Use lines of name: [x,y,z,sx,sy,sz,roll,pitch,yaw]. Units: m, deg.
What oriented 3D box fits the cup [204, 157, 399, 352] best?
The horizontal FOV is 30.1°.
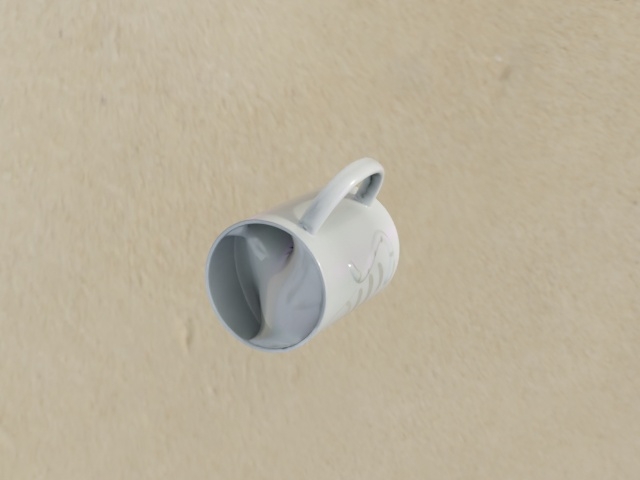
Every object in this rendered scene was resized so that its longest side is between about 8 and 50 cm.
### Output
cup: [0.003,0.010,0.870,0.136,0.133,0.099,-27,90,31]
